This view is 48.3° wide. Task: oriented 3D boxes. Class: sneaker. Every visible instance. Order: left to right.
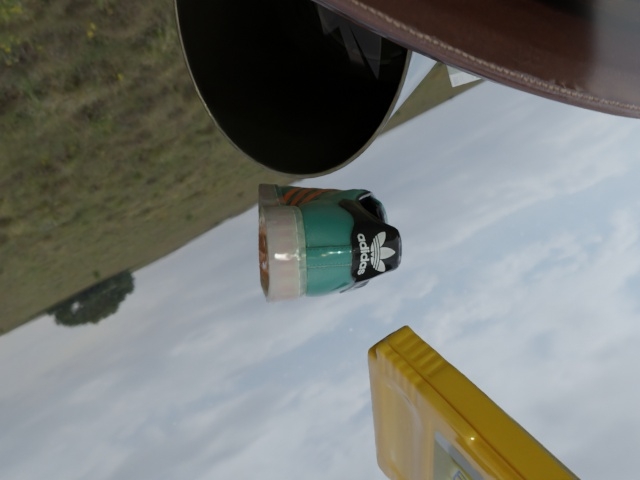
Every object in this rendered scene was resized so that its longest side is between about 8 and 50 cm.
[{"bbox_3d":[0.000,0.000,0.696,0.121,0.108,0.302,-2,-170,-6],"label":"sneaker"}]

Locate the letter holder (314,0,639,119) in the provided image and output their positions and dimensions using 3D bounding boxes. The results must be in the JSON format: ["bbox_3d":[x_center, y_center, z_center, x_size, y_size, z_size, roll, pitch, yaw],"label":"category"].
[{"bbox_3d":[0.140,-0.185,0.318,0.302,0.214,0.152,8,173,-33],"label":"letter holder"}]

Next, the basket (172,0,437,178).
[{"bbox_3d":[0.027,-0.176,0.494,0.154,0.204,0.227,10,-152,23],"label":"basket"}]

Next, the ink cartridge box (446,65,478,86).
[{"bbox_3d":[0.258,-0.291,1.138,0.115,0.029,0.062,-15,-128,13],"label":"ink cartridge box"}]

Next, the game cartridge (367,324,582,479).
[{"bbox_3d":[0.162,0.256,0.656,0.053,0.285,0.324,-34,-127,-21],"label":"game cartridge"}]
